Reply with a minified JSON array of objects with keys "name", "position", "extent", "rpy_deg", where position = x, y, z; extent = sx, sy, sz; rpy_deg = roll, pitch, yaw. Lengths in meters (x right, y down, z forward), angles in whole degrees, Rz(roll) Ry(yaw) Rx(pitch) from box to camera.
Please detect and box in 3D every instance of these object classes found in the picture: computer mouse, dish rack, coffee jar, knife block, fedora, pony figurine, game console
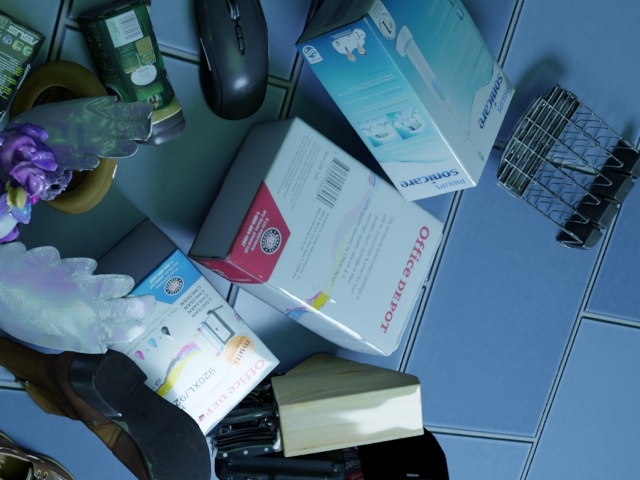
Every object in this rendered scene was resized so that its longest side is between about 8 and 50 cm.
[{"name":"computer mouse","position":[-0.151,-0.283,1.299],"extent":[0.184,0.060,0.262],"rpy_deg":[-8,109,-24]},{"name":"dish rack","position":[0.403,-0.121,1.608],"extent":[0.271,0.074,0.208],"rpy_deg":[32,90,-28]},{"name":"coffee jar","position":[-0.239,-0.213,1.258],"extent":[0.079,0.096,0.184],"rpy_deg":[-29,117,-26]},{"name":"knife block","position":[-0.019,0.261,1.439],"extent":[0.242,0.276,0.088],"rpy_deg":[-30,121,-48]},{"name":"fedora","position":[-0.307,-0.132,1.242],"extent":[0.079,0.194,0.194],"rpy_deg":[-21,120,-58]},{"name":"pony figurine","position":[-0.375,-0.038,1.066],"extent":[0.351,0.363,0.302],"rpy_deg":[0,80,10]},{"name":"game console","position":[0.018,0.334,1.512],"extent":[0.361,0.213,0.044],"rpy_deg":[5,111,-8]}]

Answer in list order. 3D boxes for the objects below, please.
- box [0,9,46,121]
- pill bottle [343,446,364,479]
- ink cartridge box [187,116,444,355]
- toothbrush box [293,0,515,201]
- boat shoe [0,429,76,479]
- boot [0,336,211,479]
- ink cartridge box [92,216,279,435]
[{"name":"box","position":[-0.461,-0.216,1.184],"extent":[0.191,0.045,0.184],"rpy_deg":[28,95,-29]},{"name":"pill bottle","position":[0.059,0.408,1.549],"extent":[0.108,0.180,0.108],"rpy_deg":[-8,109,-23]},{"name":"ink cartridge box","position":[0.000,0.000,1.391],"extent":[0.306,0.131,0.226],"rpy_deg":[35,71,-30]},{"name":"toothbrush box","position":[0.128,-0.236,1.355],"extent":[0.295,0.126,0.216],"rpy_deg":[50,48,-28]},{"name":"boat shoe","position":[-0.413,0.329,1.370],"extent":[0.178,0.060,0.064],"rpy_deg":[42,86,-30]},{"name":"boot","position":[-0.296,0.238,1.275],"extent":[0.264,0.280,0.096],"rpy_deg":[52,55,-29]},{"name":"ink cartridge box","position":[-0.208,0.124,1.339],"extent":[0.171,0.168,0.232],"rpy_deg":[-43,119,-9]}]
